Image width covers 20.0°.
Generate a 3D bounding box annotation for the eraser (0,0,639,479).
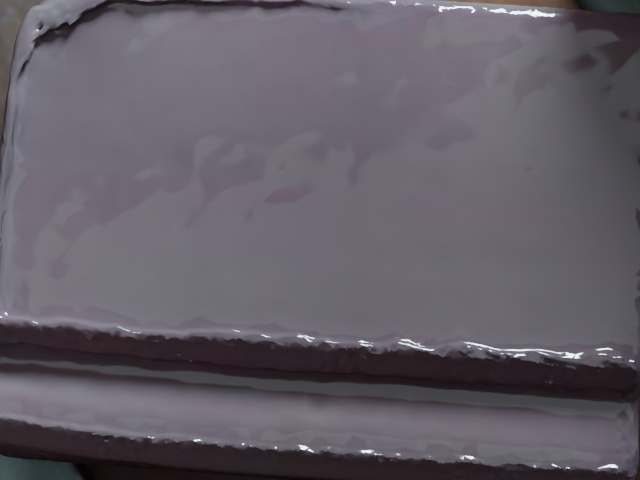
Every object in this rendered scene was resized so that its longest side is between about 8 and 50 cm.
[{"bbox_3d":[0.000,0.000,1.023,0.359,0.122,0.272,5,81,1],"label":"eraser"}]
